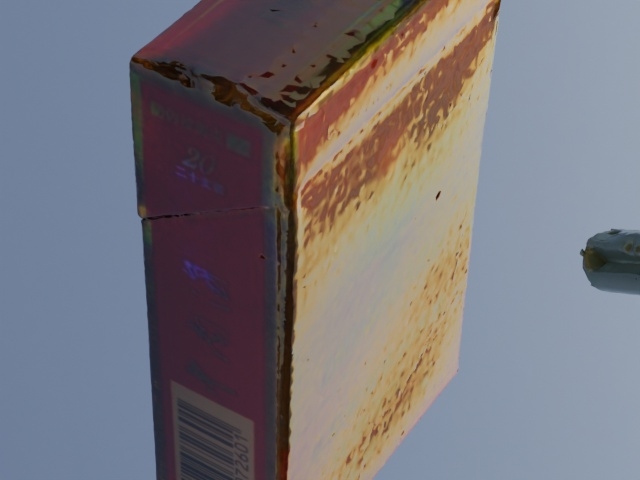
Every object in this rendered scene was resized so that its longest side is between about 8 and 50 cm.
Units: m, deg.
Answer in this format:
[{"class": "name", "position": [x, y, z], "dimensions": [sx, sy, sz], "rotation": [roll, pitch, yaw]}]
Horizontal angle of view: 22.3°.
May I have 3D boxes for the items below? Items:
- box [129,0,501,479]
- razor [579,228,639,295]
[{"class": "box", "position": [0.000, 0.000, 0.810], "dimensions": [0.197, 0.089, 0.313], "rotation": [-45, -30, -40]}, {"class": "razor", "position": [0.126, 0.008, 0.361], "dimensions": [0.036, 0.211, 0.084], "rotation": [39, -105, -17]}]
